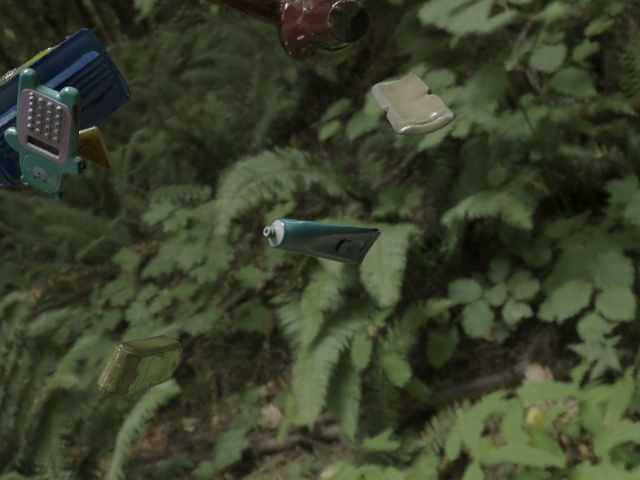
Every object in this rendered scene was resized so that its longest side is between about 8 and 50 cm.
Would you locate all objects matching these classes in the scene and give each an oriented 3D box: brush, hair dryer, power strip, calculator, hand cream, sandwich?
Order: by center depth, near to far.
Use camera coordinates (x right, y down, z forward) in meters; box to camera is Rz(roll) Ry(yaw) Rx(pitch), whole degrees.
[{"bbox_3d":[-0.278,-0.103,1.026,0.019,0.094,0.141,-54,-15,-51],"label":"calculator"},{"bbox_3d":[0.101,-0.142,1.131,0.060,0.050,0.321,-16,15,3],"label":"brush"},{"bbox_3d":[-0.313,-0.134,1.375,0.044,0.083,0.031,-59,10,11],"label":"sandwich"},{"bbox_3d":[-0.097,-0.347,1.456,0.312,0.341,0.123,-129,58,-80],"label":"hair dryer"},{"bbox_3d":[0.000,0.000,1.713,0.224,0.048,0.083,7,-54,-36],"label":"hand cream"},{"bbox_3d":[-0.325,0.225,1.869,0.092,0.066,0.387,-64,-6,-1],"label":"power strip"}]

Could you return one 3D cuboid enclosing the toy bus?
[{"bbox_3d":[-0.462,-0.202,1.608,0.175,0.138,0.287,-10,30,43],"label":"toy bus"}]
